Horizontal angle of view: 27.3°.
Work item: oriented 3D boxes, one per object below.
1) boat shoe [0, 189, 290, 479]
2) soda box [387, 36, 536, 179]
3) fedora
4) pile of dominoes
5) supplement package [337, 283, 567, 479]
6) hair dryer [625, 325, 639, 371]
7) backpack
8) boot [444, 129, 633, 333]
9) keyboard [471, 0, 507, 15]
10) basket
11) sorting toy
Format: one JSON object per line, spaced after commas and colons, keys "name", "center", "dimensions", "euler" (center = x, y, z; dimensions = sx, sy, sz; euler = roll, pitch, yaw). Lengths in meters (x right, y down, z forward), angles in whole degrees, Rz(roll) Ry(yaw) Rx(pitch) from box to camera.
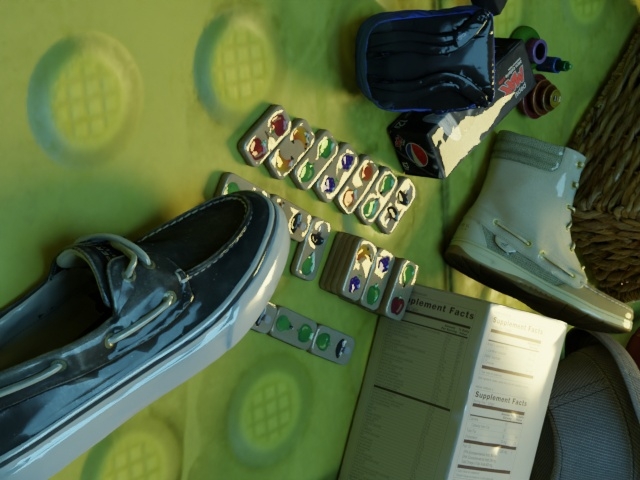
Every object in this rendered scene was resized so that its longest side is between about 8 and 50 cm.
{"name": "boat shoe", "center": [-0.154, 0.053, 0.996], "dimensions": [0.335, 0.121, 0.119], "euler": [-43, 132, -28]}
{"name": "soda box", "center": [0.142, -0.134, 1.304], "dimensions": [0.169, 0.053, 0.060], "euler": [-45, 128, -29]}
{"name": "fedora", "center": [0.278, 0.227, 1.447], "dimensions": [0.124, 0.244, 0.275], "euler": [-15, 147, -9]}
{"name": "pile of dominoes", "center": [0.000, 0.000, 1.201], "dimensions": [0.251, 0.040, 0.196], "euler": [27, 80, -46]}
{"name": "supplement package", "center": [0.128, 0.176, 1.301], "dimensions": [0.134, 0.139, 0.244], "euler": [16, 88, -45]}
{"name": "hair dryer", "center": [0.419, 0.149, 1.589], "dimensions": [0.293, 0.080, 0.223], "euler": [-58, 151, -21]}
{"name": "backpack", "center": [0.090, -0.164, 1.214], "dimensions": [0.120, 0.101, 0.098], "euler": [-7, 103, -11]}
{"name": "boot", "center": [0.252, -0.007, 1.377], "dimensions": [0.213, 0.077, 0.165], "euler": [26, 74, -7]}
{"name": "keyboard", "center": [0.116, -0.346, 1.219], "dimensions": [0.201, 0.033, 0.317], "euler": [-57, 133, -35]}
{"name": "basket", "center": [0.435, -0.082, 1.500], "dimensions": [0.299, 0.213, 0.223], "euler": [-56, 132, -20]}
{"name": "sorting toy", "center": [0.236, -0.179, 1.397], "dimensions": [0.061, 0.042, 0.102], "euler": [-34, 121, -36]}
